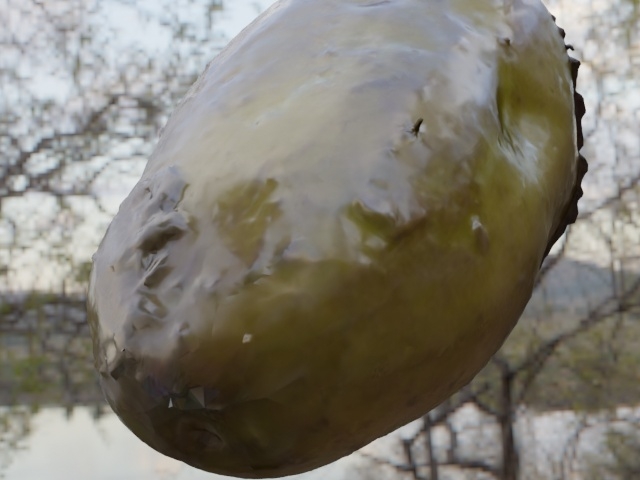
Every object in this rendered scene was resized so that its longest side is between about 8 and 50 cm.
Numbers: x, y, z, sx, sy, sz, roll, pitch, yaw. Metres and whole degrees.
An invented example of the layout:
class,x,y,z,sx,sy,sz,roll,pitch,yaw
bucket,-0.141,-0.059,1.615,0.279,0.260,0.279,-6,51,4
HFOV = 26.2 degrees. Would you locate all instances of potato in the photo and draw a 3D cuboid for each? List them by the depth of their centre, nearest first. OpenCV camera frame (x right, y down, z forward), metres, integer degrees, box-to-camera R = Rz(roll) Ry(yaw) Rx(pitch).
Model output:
class,x,y,z,sx,sy,sz,roll,pitch,yaw
potato,0.000,0.000,0.655,0.229,0.229,0.266,-7,21,28
